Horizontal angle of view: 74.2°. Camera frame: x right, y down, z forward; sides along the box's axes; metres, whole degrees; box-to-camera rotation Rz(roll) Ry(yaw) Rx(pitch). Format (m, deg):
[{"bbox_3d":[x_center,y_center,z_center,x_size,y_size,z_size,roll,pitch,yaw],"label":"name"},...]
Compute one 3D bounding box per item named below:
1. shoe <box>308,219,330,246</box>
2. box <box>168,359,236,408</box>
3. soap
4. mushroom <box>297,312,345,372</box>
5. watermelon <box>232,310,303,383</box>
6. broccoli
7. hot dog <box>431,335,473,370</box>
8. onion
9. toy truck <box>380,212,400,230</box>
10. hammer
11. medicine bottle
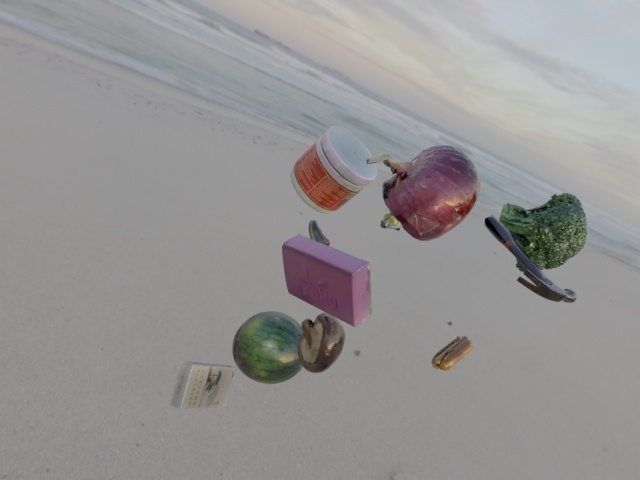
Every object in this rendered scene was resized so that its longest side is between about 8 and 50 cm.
[{"bbox_3d":[0.000,-0.002,1.775,0.074,0.077,0.194,60,19,-61],"label":"shoe"},{"bbox_3d":[-0.410,0.512,1.500,0.067,0.149,0.233,8,-14,32],"label":"box"},{"bbox_3d":[0.015,0.107,1.156,0.259,0.181,0.081,23,40,37],"label":"soap"},{"bbox_3d":[0.008,0.375,1.541,0.138,0.231,0.194,1,57,-35],"label":"mushroom"},{"bbox_3d":[-0.229,0.499,1.994,0.363,0.363,0.363,23,21,-9],"label":"watermelon"},{"bbox_3d":[0.655,-0.029,1.257,0.241,0.269,0.261,19,-20,23],"label":"broccoli"},{"bbox_3d":[0.562,0.474,1.803,0.249,0.068,0.100,-22,12,-40],"label":"hot dog"},{"bbox_3d":[0.317,-0.143,1.163,0.272,0.230,0.256,30,35,-38],"label":"onion"},{"bbox_3d":[0.296,-0.084,1.763,0.076,0.077,0.111,8,5,-5],"label":"toy truck"},{"bbox_3d":[0.479,0.033,1.028,0.137,0.037,0.290,13,34,-28],"label":"hammer"},{"bbox_3d":[0.047,-0.263,1.619,0.252,0.241,0.252,29,41,-29],"label":"medicine bottle"}]
